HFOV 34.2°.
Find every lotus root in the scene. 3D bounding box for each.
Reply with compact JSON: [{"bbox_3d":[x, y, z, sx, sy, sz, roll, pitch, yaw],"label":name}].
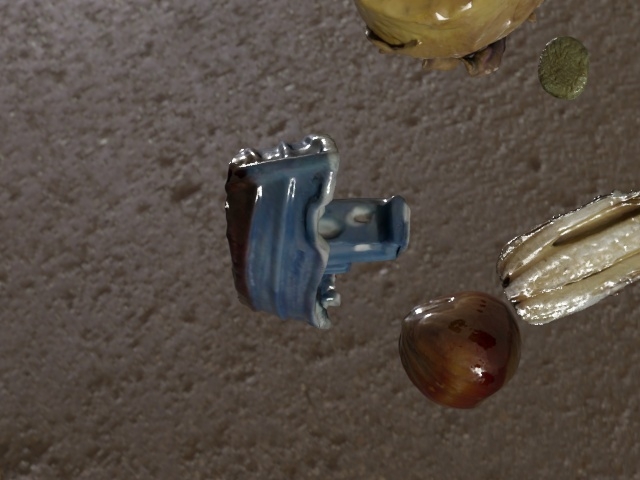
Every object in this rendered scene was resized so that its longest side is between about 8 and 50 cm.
[{"bbox_3d":[0.430,0.004,1.632,0.329,0.167,0.078,-22,17,1],"label":"lotus root"}]

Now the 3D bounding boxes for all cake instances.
[{"bbox_3d":[0.199,-0.422,1.603,0.332,0.321,0.332,-4,76,16],"label":"cake"}]

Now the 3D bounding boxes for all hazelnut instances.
[{"bbox_3d":[0.242,0.184,1.820,0.217,0.251,0.217,0,92,-3],"label":"hazelnut"}]

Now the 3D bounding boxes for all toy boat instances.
[{"bbox_3d":[0.000,0.000,0.861,0.142,0.309,0.129,3,68,2],"label":"toy boat"}]

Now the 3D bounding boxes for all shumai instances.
[{"bbox_3d":[0.479,-0.327,2.023,0.099,0.087,0.124,2,82,27],"label":"shumai"}]
